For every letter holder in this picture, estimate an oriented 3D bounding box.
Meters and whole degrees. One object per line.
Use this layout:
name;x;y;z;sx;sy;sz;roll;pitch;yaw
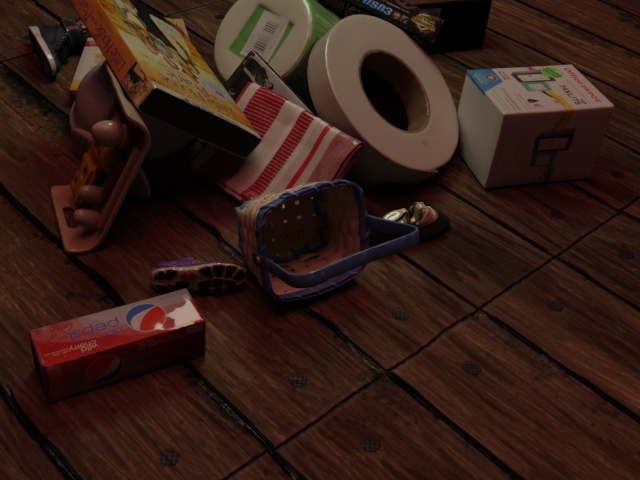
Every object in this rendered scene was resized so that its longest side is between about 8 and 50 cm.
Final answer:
letter holder;0.291;-0.643;2.412;0.302;0.151;0.214;-10;40;-20

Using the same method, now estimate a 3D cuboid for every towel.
towel;-0.099;-0.173;1.745;0.329;0.037;0.237;34;88;31

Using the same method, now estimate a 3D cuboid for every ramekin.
ramekin;-0.099;-0.439;1.965;0.303;0.303;0.148;36;5;32

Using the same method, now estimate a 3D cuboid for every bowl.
bowl;-0.409;-0.322;1.885;0.298;0.134;0.297;4;50;-5

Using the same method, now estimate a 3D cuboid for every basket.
basket;0.000;0.000;1.506;0.255;0.200;0.289;-18;17;-27

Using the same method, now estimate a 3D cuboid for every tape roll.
tape roll;0.144;-0.309;1.865;0.392;0.072;0.391;20;56;-33

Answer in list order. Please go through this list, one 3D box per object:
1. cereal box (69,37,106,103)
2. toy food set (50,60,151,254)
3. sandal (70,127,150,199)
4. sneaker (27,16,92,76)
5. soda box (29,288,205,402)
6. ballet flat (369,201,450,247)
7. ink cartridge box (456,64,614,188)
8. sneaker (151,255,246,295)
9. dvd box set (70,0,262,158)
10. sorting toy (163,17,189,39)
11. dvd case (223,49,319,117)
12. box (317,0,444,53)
cereal box;-0.502;-0.412;2.080;0.173;0.047;0.240;2;44;-4
toy food set;-0.429;-0.155;1.603;0.093;0.306;0.219;15;29;-36
sandal;-0.422;-0.180;1.773;0.265;0.101;0.076;33;48;32
sneaker;-0.634;-0.493;2.145;0.164;0.086;0.226;-14;42;-19
soda box;-0.322;0.165;1.372;0.263;0.083;0.092;-15;43;-25
ballet flat;0.179;-0.037;1.704;0.203;0.074;0.074;-15;43;-25
ink cartridge box;0.470;-0.259;1.918;0.270;0.197;0.198;-7;41;-16
sneaker;-0.219;0.053;1.541;0.170;0.068;0.071;3;33;-3
dvd box set;-0.322;-0.358;1.733;0.308;0.062;0.420;21;28;-51
sorting toy;-0.450;-0.549;2.279;0.193;0.038;0.208;-7;40;-15
dvd case;-0.129;-0.270;1.843;0.238;0.179;0.030;49;17;23
box;0.131;-0.520;2.089;0.294;0.295;0.073;26;81;0
